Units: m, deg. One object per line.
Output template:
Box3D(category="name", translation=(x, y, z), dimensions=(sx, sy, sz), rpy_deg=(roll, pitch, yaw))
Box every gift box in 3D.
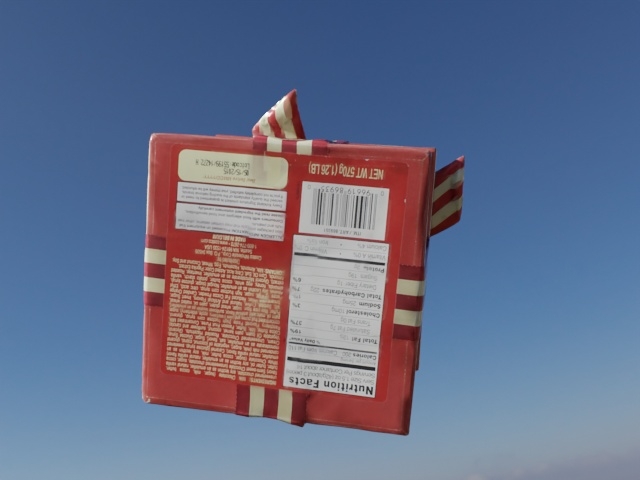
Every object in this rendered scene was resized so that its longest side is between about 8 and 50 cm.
Box3D(category="gift box", translation=(0.000, 0.000, 0.641), dimensions=(0.254, 0.277, 0.258), rpy_deg=(10, 7, 7))
